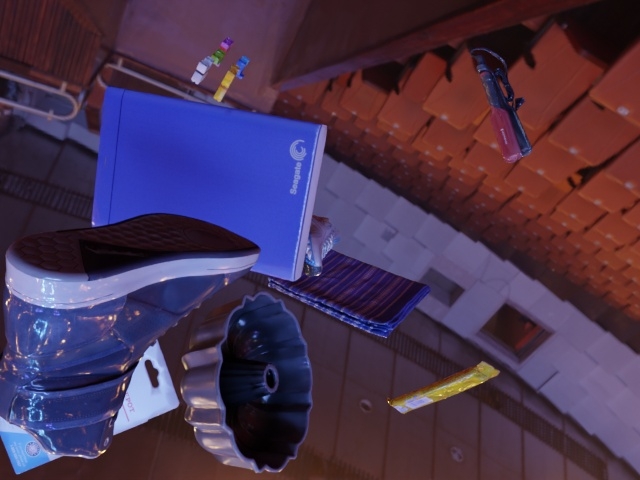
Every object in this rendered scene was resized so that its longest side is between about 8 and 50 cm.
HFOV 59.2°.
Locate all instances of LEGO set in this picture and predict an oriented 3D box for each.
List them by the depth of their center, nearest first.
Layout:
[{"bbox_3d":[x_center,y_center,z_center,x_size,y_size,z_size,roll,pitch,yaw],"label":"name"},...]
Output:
[{"bbox_3d":[-0.238,-0.394,1.343,0.087,0.093,0.227,33,-149,-11],"label":"LEGO set"}]

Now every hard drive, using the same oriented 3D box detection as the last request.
[{"bbox_3d":[-0.164,-0.083,0.782,0.319,0.210,0.040,13,-169,14],"label":"hard drive"}]

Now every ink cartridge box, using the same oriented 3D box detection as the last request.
[{"bbox_3d":[-0.267,0.172,0.647,0.181,0.104,0.061,-19,-170,-18],"label":"ink cartridge box"}]

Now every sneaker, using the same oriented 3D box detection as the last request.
[{"bbox_3d":[-0.145,0.068,0.444,0.086,0.163,0.226,26,-161,26],"label":"sneaker"},{"bbox_3d":[0.000,0.000,1.076,0.083,0.071,0.190,3,-146,-9],"label":"sneaker"}]

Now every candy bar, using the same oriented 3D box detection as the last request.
[{"bbox_3d":[0.159,0.198,0.753,0.040,0.161,0.018,34,-142,-34],"label":"candy bar"}]

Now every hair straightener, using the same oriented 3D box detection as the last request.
[{"bbox_3d":[0.349,-0.266,1.084,0.089,0.047,0.230,-22,-93,-38],"label":"hair straightener"}]

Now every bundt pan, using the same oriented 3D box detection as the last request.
[{"bbox_3d":[-0.143,0.266,1.068,0.331,0.124,0.330,36,-132,-54],"label":"bundt pan"}]

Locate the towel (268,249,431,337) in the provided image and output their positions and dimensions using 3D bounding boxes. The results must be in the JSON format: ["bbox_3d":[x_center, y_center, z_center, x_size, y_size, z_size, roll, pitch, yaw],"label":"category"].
[{"bbox_3d":[0.072,0.106,1.364,0.336,0.040,0.243,21,-148,27],"label":"towel"}]
